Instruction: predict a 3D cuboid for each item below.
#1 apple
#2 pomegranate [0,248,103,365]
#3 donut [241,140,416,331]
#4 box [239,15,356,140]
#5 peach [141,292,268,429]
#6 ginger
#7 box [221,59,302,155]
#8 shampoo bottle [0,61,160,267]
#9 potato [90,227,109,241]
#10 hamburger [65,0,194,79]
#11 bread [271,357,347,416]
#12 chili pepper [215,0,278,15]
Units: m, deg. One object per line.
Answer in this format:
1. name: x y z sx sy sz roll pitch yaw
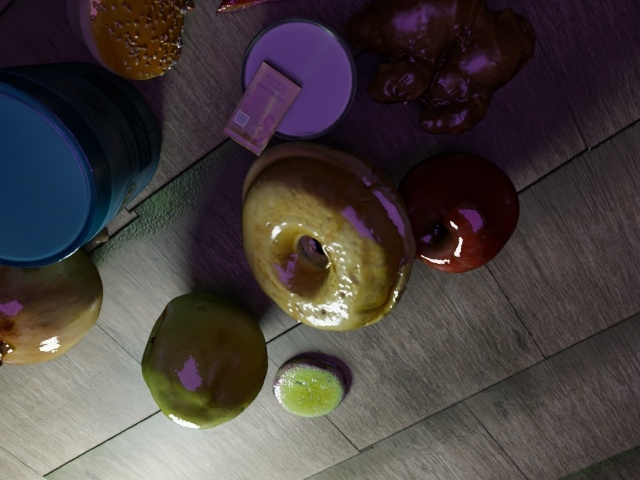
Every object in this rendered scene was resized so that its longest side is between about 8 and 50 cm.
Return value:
1. apple: 0.289 -0.066 0.980 0.260 0.216 0.261 21 133 25
2. pomegranate: -0.698 0.149 1.053 0.337 0.338 0.339 0 115 1
3. donut: 0.000 0.000 0.976 0.448 0.198 0.449 18 128 24
4. box: -0.042 -0.327 0.911 0.225 0.149 0.226 0 115 0
5. peach: -0.290 0.296 1.138 0.315 0.281 0.315 19 78 -37
6. ginger: 0.224 -0.368 0.880 0.357 0.152 0.274 28 107 -13
7. box: -0.112 -0.248 0.853 0.089 0.022 0.156 31 112 -12
8. shampoo bottle: -0.528 -0.170 0.886 0.330 0.343 0.332 0 115 0
9. potato: -0.583 -0.023 1.125 0.093 0.036 0.037 18 118 -7
10. hamburger: -0.340 -0.453 0.820 0.151 0.227 0.295 27 118 14
11. bread: -0.034 0.444 1.339 0.228 0.033 0.229 1 115 2
12. chili pepper: -0.087 -0.503 0.887 0.267 0.059 0.051 -14 76 11
